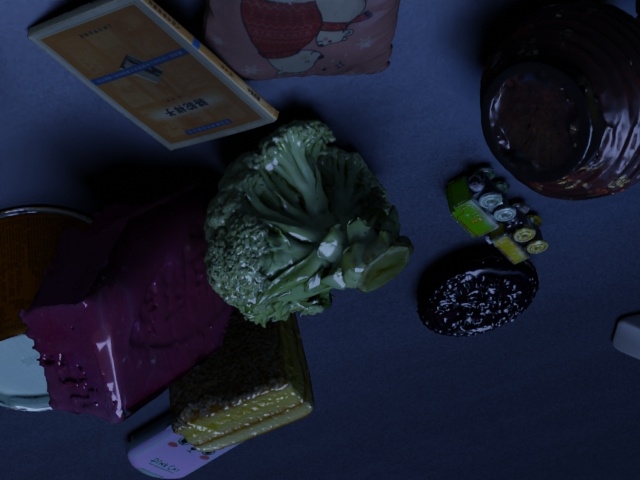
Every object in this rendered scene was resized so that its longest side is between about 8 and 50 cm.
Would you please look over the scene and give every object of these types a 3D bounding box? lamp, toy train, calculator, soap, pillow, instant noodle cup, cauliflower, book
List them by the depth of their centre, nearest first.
[{"bbox_3d":[-0.020,-0.252,1.224,0.236,0.084,0.223,-4,145,-5],"label":"pillow"},{"bbox_3d":[-0.183,-0.183,1.266,0.170,0.018,0.241,-11,146,35],"label":"book"},{"bbox_3d":[0.301,-0.163,1.333,0.246,0.247,0.247,-8,140,-7],"label":"lamp"},{"bbox_3d":[-0.213,0.065,1.378,0.127,0.325,0.220,-2,106,24],"label":"soap"},{"bbox_3d":[0.000,0.000,1.393,0.275,0.250,0.272,-56,145,-21],"label":"cauliflower"},{"bbox_3d":[-0.362,0.097,1.465,0.230,0.182,0.230,-9,140,-8],"label":"instant noodle cup"},{"bbox_3d":[0.248,-0.031,1.595,0.081,0.060,0.202,-26,140,25],"label":"toy train"},{"bbox_3d":[-0.206,0.320,1.884,0.246,0.045,0.141,-33,138,20],"label":"calculator"}]

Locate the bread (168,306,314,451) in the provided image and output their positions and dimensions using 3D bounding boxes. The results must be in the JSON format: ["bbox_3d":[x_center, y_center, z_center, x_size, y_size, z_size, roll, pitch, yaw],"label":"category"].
[{"bbox_3d":[-0.115,0.158,1.569,0.184,0.234,0.110,-23,138,12],"label":"bread"}]

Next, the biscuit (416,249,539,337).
[{"bbox_3d":[0.238,0.081,1.725,0.194,0.053,0.195,-8,142,-7],"label":"biscuit"}]

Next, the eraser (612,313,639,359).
[{"bbox_3d":[0.673,0.142,1.923,0.351,0.061,0.089,-10,140,-5],"label":"eraser"}]

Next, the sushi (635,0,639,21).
[{"bbox_3d":[0.497,-0.269,1.320,0.296,0.167,0.179,22,149,-26],"label":"sushi"}]
